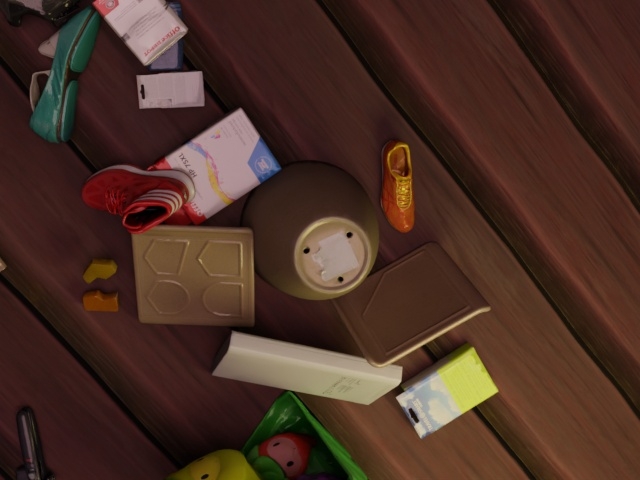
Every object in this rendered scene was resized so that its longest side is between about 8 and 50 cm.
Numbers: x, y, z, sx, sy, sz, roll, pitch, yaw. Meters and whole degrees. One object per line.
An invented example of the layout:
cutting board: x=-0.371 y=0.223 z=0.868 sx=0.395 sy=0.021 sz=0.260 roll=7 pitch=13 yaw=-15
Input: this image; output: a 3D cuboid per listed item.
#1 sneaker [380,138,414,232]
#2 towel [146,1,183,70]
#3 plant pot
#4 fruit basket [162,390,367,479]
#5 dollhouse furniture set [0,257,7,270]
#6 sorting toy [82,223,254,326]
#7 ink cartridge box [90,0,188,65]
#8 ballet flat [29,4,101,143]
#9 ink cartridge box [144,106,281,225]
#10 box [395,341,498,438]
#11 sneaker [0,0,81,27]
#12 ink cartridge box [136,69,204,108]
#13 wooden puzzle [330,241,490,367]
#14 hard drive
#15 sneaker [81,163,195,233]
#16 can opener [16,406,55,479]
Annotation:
sneaker: x=0.143 y=-0.098 z=1.806 sx=0.064 sy=0.067 sz=0.175 roll=-12 pitch=103 yaw=-9
towel: x=-0.274 y=-0.357 z=1.714 sx=0.067 sy=0.029 sz=0.119 roll=-2 pitch=99 yaw=-9
plant pot: x=0.000 y=0.000 z=1.694 sx=0.257 sy=0.274 sz=0.256 roll=-2 pitch=100 yaw=-9
fruit basket: x=-0.097 y=0.436 z=1.705 sx=0.392 sy=0.392 sz=0.283 roll=34 pitch=93 yaw=-13
dollhouse furniture set: x=-0.765 y=0.007 z=1.624 sx=0.303 sy=0.174 sz=0.355 roll=-37 pitch=103 yaw=-1
sorting toy: x=-0.270 y=0.059 z=1.739 sx=0.307 sy=0.041 sz=0.229 roll=2 pitch=125 yaw=1
ink cartridge box: x=-0.305 y=-0.378 z=1.651 sx=0.099 sy=0.056 sz=0.135 roll=-40 pitch=113 yaw=-2
ballet flat: x=-0.447 y=-0.292 z=1.674 sx=0.087 sy=0.083 sz=0.247 roll=16 pitch=95 yaw=3
ink cartridge box: x=-0.202 y=-0.120 z=1.740 sx=0.231 sy=0.078 sz=0.134 roll=-34 pitch=103 yaw=-1
box: x=0.242 y=0.291 z=1.899 sx=0.178 sy=0.042 sz=0.109 roll=-32 pitch=102 yaw=-2
sneaker: x=-0.435 y=-0.419 z=1.657 sx=0.234 sy=0.078 sz=0.106 roll=-16 pitch=114 yaw=-11
ink cartridge box: x=-0.264 y=-0.266 z=1.728 sx=0.115 sy=0.029 sz=0.062 roll=-4 pitch=107 yaw=-8
wooden puzzle: x=0.159 y=0.117 z=1.778 sx=0.239 sy=0.221 sz=0.044 roll=-26 pitch=128 yaw=-6
hard drive: x=-0.030 y=0.235 z=1.772 sx=0.308 sy=0.203 sz=0.040 roll=13 pitch=66 yaw=-11
sneaker: x=-0.335 y=-0.070 z=1.663 sx=0.221 sy=0.128 sz=0.087 roll=-5 pitch=115 yaw=25
can opener: x=-0.527 y=0.396 z=1.787 sx=0.073 sy=0.059 sz=0.186 roll=-7 pitch=101 yaw=-7
